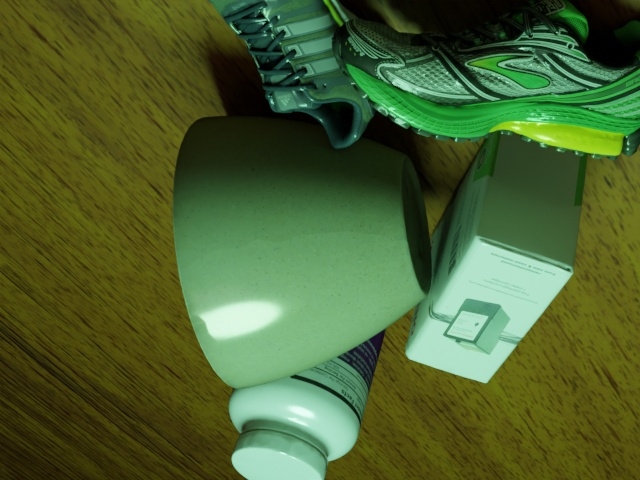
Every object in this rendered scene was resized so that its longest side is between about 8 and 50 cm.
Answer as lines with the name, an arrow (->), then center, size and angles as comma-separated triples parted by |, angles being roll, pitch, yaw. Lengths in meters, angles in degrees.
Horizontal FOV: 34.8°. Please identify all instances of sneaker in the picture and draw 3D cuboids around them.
sneaker -> -0.030, -0.201, 1.047 | 0.111, 0.121, 0.300 | -9, 150, 43
sneaker -> 0.179, -0.186, 1.023 | 0.344, 0.134, 0.146 | 4, 127, -12

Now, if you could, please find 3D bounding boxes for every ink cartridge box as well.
ink cartridge box -> 0.206, 0.015, 1.217 | 0.115, 0.198, 0.273 | 18, 145, -2

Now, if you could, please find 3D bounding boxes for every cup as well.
cup -> 0.000, 0.000, 1.210 | 0.237, 0.331, 0.331 | -7, 138, 15

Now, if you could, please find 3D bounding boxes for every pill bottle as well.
pill bottle -> -0.016, 0.178, 1.420 | 0.182, 0.323, 0.181 | 12, 144, 9
